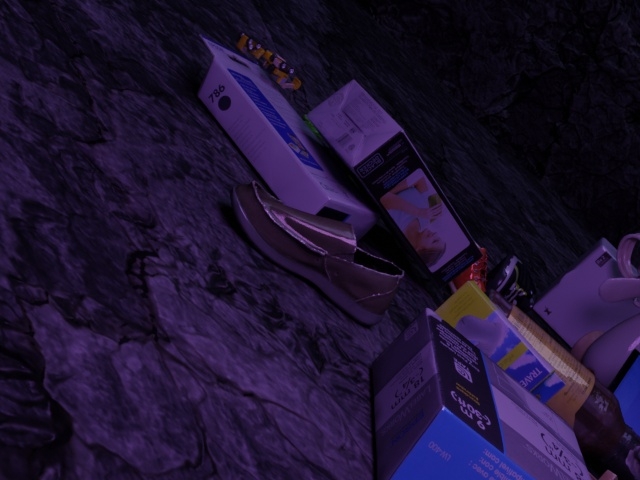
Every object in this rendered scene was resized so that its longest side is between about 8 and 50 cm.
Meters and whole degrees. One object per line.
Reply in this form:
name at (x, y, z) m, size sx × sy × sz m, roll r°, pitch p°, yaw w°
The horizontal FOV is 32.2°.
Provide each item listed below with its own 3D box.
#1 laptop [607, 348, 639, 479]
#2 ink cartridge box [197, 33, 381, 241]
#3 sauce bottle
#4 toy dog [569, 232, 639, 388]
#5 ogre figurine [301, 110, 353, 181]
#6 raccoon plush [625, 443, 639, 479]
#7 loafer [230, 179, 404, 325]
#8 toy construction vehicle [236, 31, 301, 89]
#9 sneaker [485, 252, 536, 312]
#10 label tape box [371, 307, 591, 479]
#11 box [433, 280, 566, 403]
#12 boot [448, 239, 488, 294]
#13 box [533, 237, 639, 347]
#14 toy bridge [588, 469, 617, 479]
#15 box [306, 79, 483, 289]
laptop at (0.552, 0.303, 1.642) m, size 0.264 × 0.136 × 0.234 m, roll 15°, pitch 32°, yaw 29°
ink cartridge box at (-0.061, -0.143, 1.567) m, size 0.332 × 0.065 × 0.165 m, roll 54°, pitch 18°, yaw 24°
sauce bottle at (0.329, 0.215, 1.518) m, size 0.344 × 0.111 × 0.111 m, roll 41°, pitch 17°, yaw -1°
toy dog at (0.522, 0.152, 1.870) m, size 0.161 × 0.333 × 0.220 m, roll 3°, pitch 16°, yaw -41°
ogre figurine at (0.034, -0.133, 1.726) m, size 0.197 × 0.097 × 0.118 m, roll 50°, pitch -8°, yaw -37°
raccoon plush at (0.486, 0.283, 1.192) m, size 0.216 × 0.446 × 0.299 m, roll 37°, pitch -28°, yaw 45°
loafer at (0.000, 0.000, 1.326) m, size 0.251 × 0.087 × 0.094 m, roll 37°, pitch 18°, yaw -24°
toy construction vehicle at (-0.078, -0.266, 1.670) m, size 0.086 × 0.035 × 0.098 m, roll 41°, pitch 10°, yaw 27°
sneaker at (0.337, 0.080, 1.920) m, size 0.097 × 0.084 × 0.235 m, roll 48°, pitch 17°, yaw 8°
label tape box at (0.173, 0.241, 1.126) m, size 0.241 × 0.106 × 0.333 m, roll 39°, pitch 17°, yaw -14°
box at (0.213, 0.152, 1.421) m, size 0.178 × 0.109 × 0.042 m, roll 49°, pitch 14°, yaw 15°
boot at (0.243, 0.056, 1.761) m, size 0.158 × 0.084 × 0.059 m, roll 53°, pitch 17°, yaw 22°
box at (0.529, 0.122, 2.092) m, size 0.182 × 0.181 × 0.119 m, roll 46°, pitch 18°, yaw 6°
toy bridge at (0.374, 0.324, 1.443) m, size 0.188 × 0.026 × 0.063 m, roll 34°, pitch -21°, yaw 39°
box at (0.111, -0.078, 1.608) m, size 0.290 × 0.087 × 0.169 m, roll 52°, pitch 1°, yaw -40°
